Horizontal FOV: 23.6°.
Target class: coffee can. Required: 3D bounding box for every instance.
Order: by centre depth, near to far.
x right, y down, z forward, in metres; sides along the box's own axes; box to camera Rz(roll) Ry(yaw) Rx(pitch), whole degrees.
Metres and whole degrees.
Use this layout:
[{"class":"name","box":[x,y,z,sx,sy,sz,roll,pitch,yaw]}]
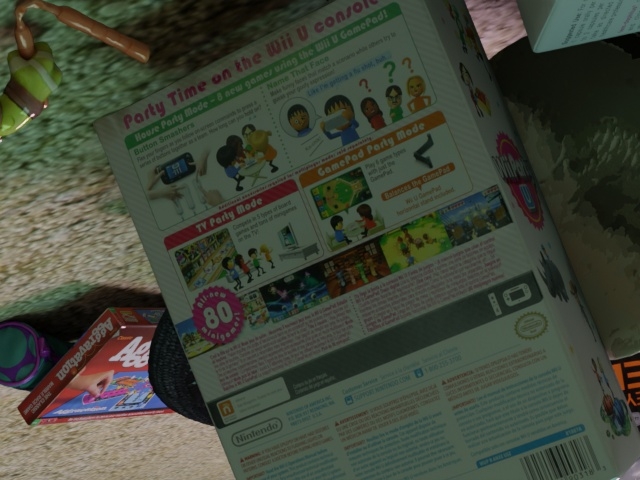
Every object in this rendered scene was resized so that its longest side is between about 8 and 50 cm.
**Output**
[{"class":"coffee can","box":[0.228,-0.036,1.007,0.201,0.201,0.275,-27,169,34]}]

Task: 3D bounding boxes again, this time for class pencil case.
[{"class":"pencil case","box":[-0.267,0.119,1.494,0.070,0.064,0.151,-6,167,16]}]

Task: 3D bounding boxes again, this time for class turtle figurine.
[{"class":"turtle figurine","box":[-0.244,-0.061,0.876,0.269,0.087,0.217,-5,161,-31]}]

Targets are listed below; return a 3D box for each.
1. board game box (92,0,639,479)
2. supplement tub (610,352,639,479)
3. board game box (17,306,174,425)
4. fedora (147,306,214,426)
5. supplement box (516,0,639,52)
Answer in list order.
[{"class":"board game box","box":[0.027,0.024,0.898,0.224,0.303,0.097,-23,176,23]},{"class":"supplement tub","box":[0.315,0.194,1.812,0.193,0.316,0.193,-14,164,-4]},{"class":"board game box","box":[-0.165,0.124,1.538,0.145,0.027,0.281,-47,157,19]},{"class":"fedora","box":[0.000,0.000,1.143,0.334,0.152,0.334,-17,149,-10]},{"class":"supplement box","box":[0.210,-0.190,0.815,0.220,0.111,0.114,-14,163,-7]}]
